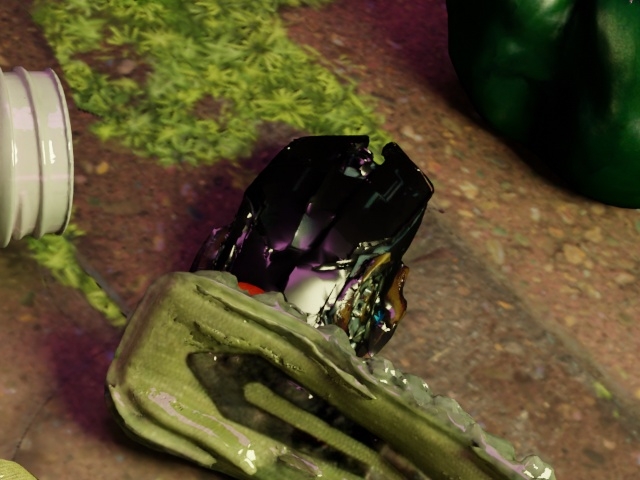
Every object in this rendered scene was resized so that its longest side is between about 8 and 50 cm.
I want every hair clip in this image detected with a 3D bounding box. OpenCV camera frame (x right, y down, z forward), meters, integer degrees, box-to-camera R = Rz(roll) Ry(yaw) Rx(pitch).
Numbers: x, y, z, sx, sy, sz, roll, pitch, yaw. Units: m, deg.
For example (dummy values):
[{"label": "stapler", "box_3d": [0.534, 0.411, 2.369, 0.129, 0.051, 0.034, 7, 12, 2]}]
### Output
[{"label": "hair clip", "box_3d": [0.027, 0.126, 1.077, 0.321, 0.138, 0.091, 33, 23, 10]}]

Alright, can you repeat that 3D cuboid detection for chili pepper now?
[{"label": "chili pepper", "box_3d": [0.229, -0.165, 1.303, 0.233, 0.257, 0.248, -31, 62, -30]}]

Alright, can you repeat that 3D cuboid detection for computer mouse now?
[{"label": "computer mouse", "box_3d": [0.000, 0.000, 1.208, 0.146, 0.077, 0.242, 25, 47, 4]}]

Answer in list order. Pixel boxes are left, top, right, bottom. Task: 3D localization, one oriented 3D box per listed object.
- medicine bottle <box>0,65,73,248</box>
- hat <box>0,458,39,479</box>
[{"label": "medicine bottle", "box_3d": [-0.318, -0.046, 1.084, 0.324, 0.179, 0.124, -5, 50, -21]}, {"label": "hat", "box_3d": [-0.197, 0.151, 1.013, 0.076, 0.077, 0.059, -18, 56, -28]}]
